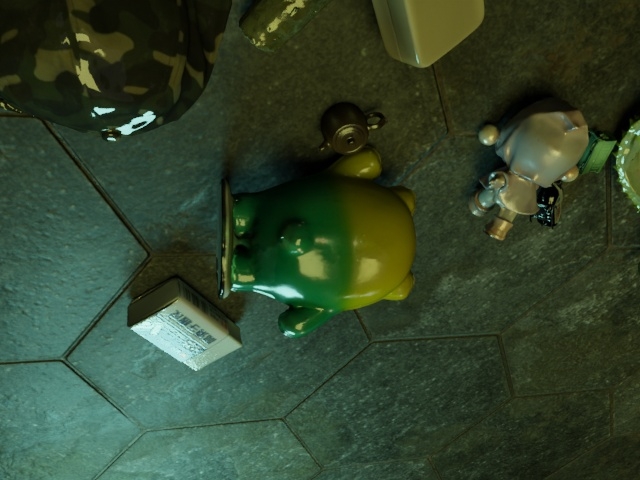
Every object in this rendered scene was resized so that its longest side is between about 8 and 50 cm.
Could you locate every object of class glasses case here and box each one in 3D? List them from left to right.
[{"bbox_3d":[0.120,-0.396,0.851,0.144,0.076,0.336,-39,137,-15],"label":"glasses case"}]

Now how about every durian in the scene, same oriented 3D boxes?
[{"bbox_3d":[0.648,-0.171,1.199,0.172,0.166,0.306,6,142,-19],"label":"durian"}]

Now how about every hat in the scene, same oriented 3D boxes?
[{"bbox_3d":[-0.292,-0.315,0.753,0.367,0.257,0.381,-15,154,-7],"label":"hat"}]

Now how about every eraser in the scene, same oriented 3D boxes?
[{"bbox_3d":[-0.262,0.169,1.308,0.125,0.067,0.210,-31,135,11],"label":"eraser"}]

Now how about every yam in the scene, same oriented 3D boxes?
[{"bbox_3d":[-0.027,-0.334,0.899,0.179,0.078,0.078,-40,131,20],"label":"yam"}]

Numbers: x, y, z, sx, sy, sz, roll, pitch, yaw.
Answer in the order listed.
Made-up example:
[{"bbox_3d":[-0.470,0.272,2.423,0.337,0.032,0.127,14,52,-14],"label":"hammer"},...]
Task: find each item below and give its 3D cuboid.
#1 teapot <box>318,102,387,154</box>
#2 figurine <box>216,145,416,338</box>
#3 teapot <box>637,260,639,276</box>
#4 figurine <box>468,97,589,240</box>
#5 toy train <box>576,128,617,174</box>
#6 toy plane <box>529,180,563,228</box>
[{"bbox_3d":[0.050,-0.176,1.076,0.121,0.068,0.076,-20,135,1],"label":"teapot"},{"bbox_3d":[0.000,0.000,1.112,0.341,0.323,0.231,0,177,-12],"label":"figurine"},{"bbox_3d":[0.804,0.010,1.424,0.186,0.175,0.267,22,123,-30],"label":"teapot"},{"bbox_3d":[0.362,-0.130,1.175,0.200,0.133,0.275,23,124,-9],"label":"figurine"},{"bbox_3d":[0.516,-0.166,1.258,0.057,0.038,0.093,-3,133,-18],"label":"toy train"},{"bbox_3d":[0.446,-0.092,1.294,0.078,0.053,0.197,-43,137,-26],"label":"toy plane"}]
